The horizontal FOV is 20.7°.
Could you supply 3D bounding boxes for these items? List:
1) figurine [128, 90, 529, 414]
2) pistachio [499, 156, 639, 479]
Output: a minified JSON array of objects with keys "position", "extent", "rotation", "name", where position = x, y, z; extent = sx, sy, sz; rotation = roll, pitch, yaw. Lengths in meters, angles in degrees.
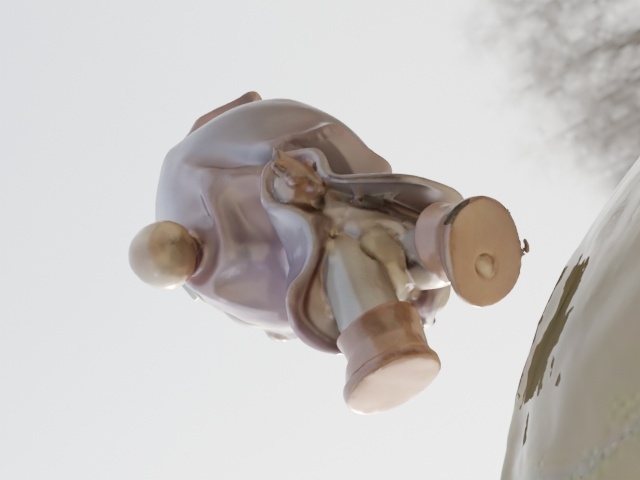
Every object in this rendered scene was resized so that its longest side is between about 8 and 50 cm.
[{"position":[0.000,0.000,0.950],"extent":[0.200,0.276,0.133],"rotation":[6,-79,-31],"name":"figurine"},{"position":[0.201,0.038,0.589],"extent":[0.238,0.321,0.229],"rotation":[44,-172,39],"name":"pistachio"}]
